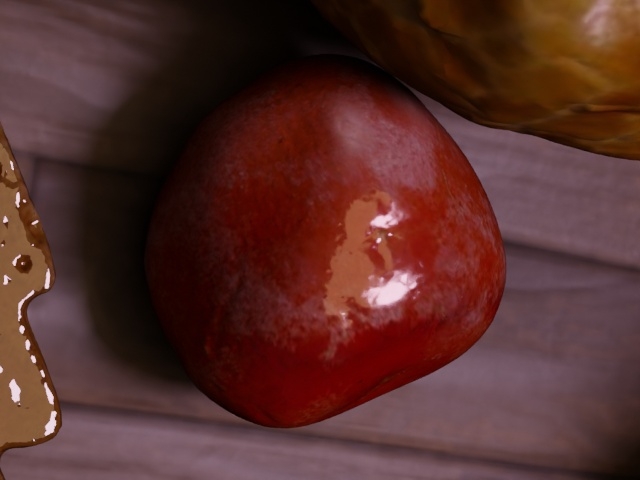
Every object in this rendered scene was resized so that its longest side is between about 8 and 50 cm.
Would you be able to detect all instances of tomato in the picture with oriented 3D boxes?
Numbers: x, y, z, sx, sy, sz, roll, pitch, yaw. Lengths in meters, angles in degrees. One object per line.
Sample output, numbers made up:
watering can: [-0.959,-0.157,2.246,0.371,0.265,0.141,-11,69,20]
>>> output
tomato: [0.000,0.000,0.810,0.187,0.151,0.187,0,91,-18]

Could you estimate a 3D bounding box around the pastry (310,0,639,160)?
pastry: [0.141,-0.198,0.756,0.388,0.388,0.313,-3,123,-23]

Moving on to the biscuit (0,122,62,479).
biscuit: [-0.223,0.057,0.771,0.278,0.043,0.302,30,79,-19]
